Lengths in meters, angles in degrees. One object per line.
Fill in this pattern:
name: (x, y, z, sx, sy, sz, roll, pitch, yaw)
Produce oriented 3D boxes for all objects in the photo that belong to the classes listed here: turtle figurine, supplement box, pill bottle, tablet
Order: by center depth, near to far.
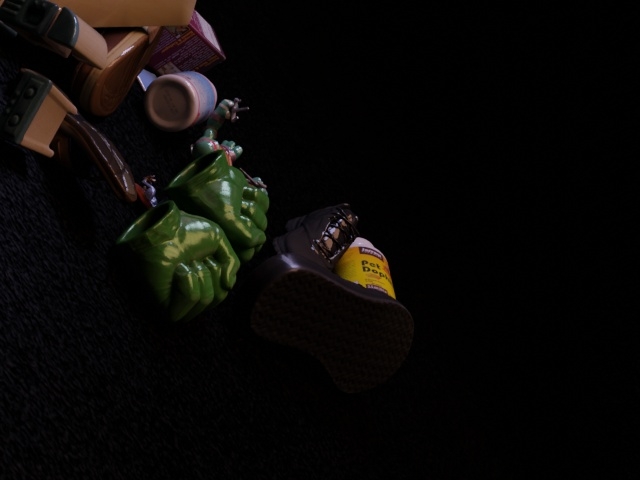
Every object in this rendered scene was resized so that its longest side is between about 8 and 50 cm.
turtle figurine: (-0.147, -0.127, 1.924, 0.234, 0.118, 0.175, 66, 11, -79)
pill bottle: (-0.212, -0.219, 1.949, 0.087, 0.087, 0.160, 58, 15, -4)
tablet: (-0.270, -0.248, 1.981, 0.054, 0.006, 0.083, 62, 14, 13)
supplement box: (-0.253, -0.340, 2.029, 0.188, 0.104, 0.081, 41, 22, -52)
pill bottle: (0.070, 0.086, 2.215, 0.117, 0.117, 0.215, 50, 16, -29)

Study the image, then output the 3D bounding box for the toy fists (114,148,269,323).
toy fists: (-0.148, -0.003, 1.602, 0.142, 0.096, 0.279, 60, 30, -18)

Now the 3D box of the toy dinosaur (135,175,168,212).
toy dinosaur: (-0.229, -0.042, 1.669, 0.090, 0.047, 0.082, 12, 47, -24)

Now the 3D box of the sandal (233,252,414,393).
sandal: (0.011, 0.109, 1.907, 0.107, 0.167, 0.446, 47, 5, 36)

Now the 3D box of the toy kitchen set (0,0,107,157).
toy kitchen set: (-0.375, -0.213, 1.442, 0.207, 0.166, 0.122, 24, -7, 33)

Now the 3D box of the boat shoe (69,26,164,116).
boat shoe: (-0.306, -0.278, 1.756, 0.123, 0.123, 0.342, 25, 29, -6)

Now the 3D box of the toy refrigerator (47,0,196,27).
toy refrigerator: (-0.293, -0.336, 1.651, 0.102, 0.094, 0.269, 37, 30, 31)

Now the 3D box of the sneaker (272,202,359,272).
sneaker: (0.000, 0.000, 2.135, 0.109, 0.130, 0.286, 57, 15, -16)

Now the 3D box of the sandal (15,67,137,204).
sandal: (-0.302, -0.118, 1.515, 0.219, 0.060, 0.090, 46, 7, 7)
